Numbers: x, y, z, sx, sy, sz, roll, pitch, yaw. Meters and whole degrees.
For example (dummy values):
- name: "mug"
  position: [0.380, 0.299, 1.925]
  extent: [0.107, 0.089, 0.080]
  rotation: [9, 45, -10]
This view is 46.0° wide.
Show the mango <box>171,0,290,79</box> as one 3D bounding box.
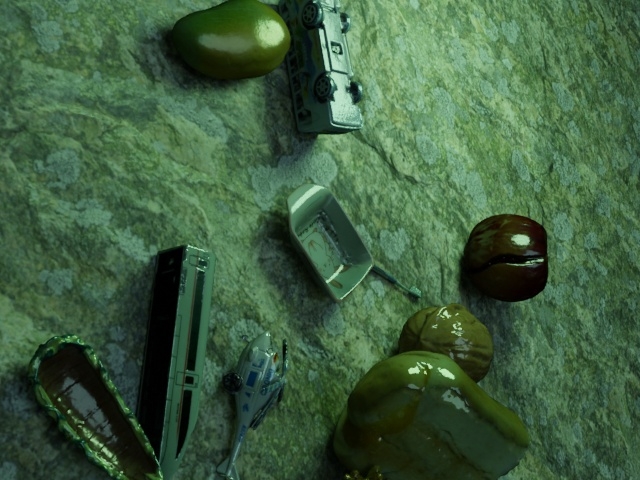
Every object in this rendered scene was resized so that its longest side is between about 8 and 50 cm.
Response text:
- name: "mango"
  position: [-0.167, -0.387, 1.453]
  extent: [0.251, 0.114, 0.157]
  rotation: [-24, 102, -44]

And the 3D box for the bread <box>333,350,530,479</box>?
- name: "bread"
  position: [0.190, 0.363, 1.491]
  extent: [0.341, 0.300, 0.210]
  rotation: [37, 13, -19]

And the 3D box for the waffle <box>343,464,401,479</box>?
- name: "waffle"
  position: [0.075, 0.555, 1.393]
  extent: [0.259, 0.069, 0.293]
  rotation: [-29, 104, -9]

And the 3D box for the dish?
- name: "dish"
  position: [0.000, 0.000, 1.535]
  extent: [0.154, 0.064, 0.234]
  rotation: [-44, 109, -40]

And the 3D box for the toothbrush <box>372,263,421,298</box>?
- name: "toothbrush"
  position: [0.153, 0.079, 1.684]
  extent: [0.219, 0.016, 0.019]
  rotation: [31, 58, -32]

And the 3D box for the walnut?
- name: "walnut"
  position: [0.269, 0.230, 1.625]
  extent: [0.213, 0.213, 0.213]
  rotation: [12, 71, -39]

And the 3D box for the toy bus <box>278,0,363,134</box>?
- name: "toy bus"
  position: [-0.003, -0.377, 1.582]
  extent: [0.109, 0.136, 0.330]
  rotation: [-1, 79, -44]

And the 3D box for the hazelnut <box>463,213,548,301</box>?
- name: "hazelnut"
  position: [0.459, 0.049, 1.863]
  extent: [0.218, 0.218, 0.234]
  rotation: [46, 34, -23]

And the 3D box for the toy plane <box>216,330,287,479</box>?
- name: "toy plane"
  position: [-0.130, 0.299, 1.347]
  extent: [0.182, 0.107, 0.273]
  rotation: [-7, 114, -81]

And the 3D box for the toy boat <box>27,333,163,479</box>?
- name: "toy boat"
  position: [-0.335, 0.274, 1.140]
  extent: [0.108, 0.099, 0.293]
  rotation: [-40, 96, -39]

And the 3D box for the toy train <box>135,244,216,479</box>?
- name: "toy train"
  position: [-0.241, 0.215, 1.252]
  extent: [0.088, 0.086, 0.407]
  rotation: [21, 66, -43]
